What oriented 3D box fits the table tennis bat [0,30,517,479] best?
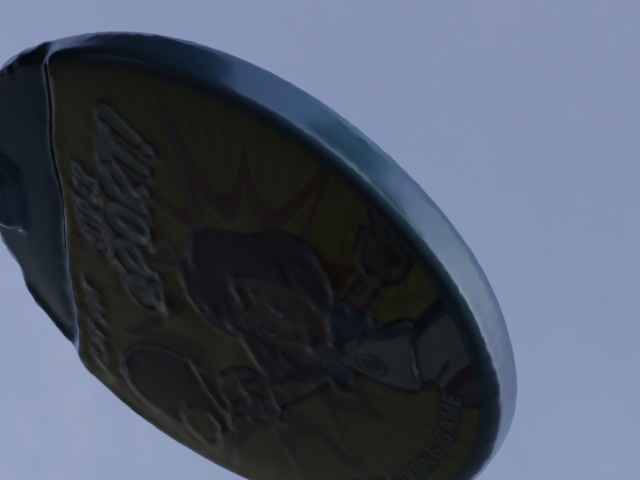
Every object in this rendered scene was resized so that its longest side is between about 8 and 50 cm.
[{"bbox_3d":[-0.070,-0.001,0.689,0.329,0.044,0.215,26,-39,22],"label":"table tennis bat"}]
